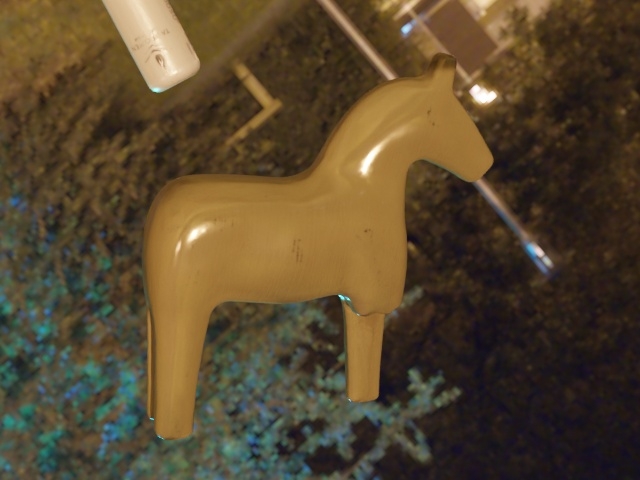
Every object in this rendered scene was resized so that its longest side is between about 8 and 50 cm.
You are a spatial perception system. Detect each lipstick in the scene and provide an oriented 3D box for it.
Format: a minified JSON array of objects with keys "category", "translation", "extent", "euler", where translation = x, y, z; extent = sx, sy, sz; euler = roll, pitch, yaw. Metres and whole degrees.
[{"category":"lipstick","translation":[-0.126,-0.166,0.795],"extent":[0.040,0.141,0.040],"euler":[-27,-170,5]}]

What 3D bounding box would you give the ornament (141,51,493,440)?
[{"category":"ornament","translation":[0.000,0.000,0.791],"extent":[0.230,0.245,0.061],"euler":[-1,-164,-16]}]
